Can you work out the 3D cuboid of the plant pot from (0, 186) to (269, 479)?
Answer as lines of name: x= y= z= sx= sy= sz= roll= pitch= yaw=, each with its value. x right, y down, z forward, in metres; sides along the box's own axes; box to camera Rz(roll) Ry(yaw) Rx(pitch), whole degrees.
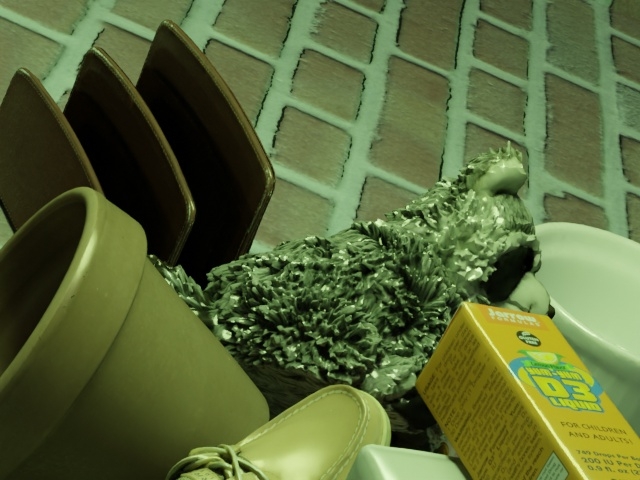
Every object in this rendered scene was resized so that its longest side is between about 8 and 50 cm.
plant pot: x=-0.173 y=0.128 z=1.550 sx=0.229 sy=0.263 sz=0.263 roll=38 pitch=22 yaw=-20

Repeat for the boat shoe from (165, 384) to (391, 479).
boat shoe: x=-0.068 y=0.204 z=1.443 sx=0.302 sy=0.098 sz=0.109 roll=-42 pitch=44 yaw=-20

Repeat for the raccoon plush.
raccoon plush: x=0.000 y=0.000 z=1.744 sx=0.446 sy=0.216 sz=0.299 roll=31 pitch=64 yaw=-18

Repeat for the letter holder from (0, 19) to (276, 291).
letter holder: x=-0.188 y=-0.074 z=1.893 sx=0.152 sy=0.214 sz=0.302 roll=7 pitch=32 yaw=-33

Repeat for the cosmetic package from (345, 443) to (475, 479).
cosmetic package: x=0.158 y=0.391 z=1.222 sx=0.327 sy=0.329 sz=0.393 roll=11 pitch=29 yaw=-24

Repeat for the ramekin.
ramekin: x=0.307 y=0.113 z=2.081 sx=0.277 sy=0.135 sz=0.277 roll=21 pitch=26 yaw=-11

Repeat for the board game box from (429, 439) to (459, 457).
board game box: x=0.274 y=0.308 z=1.772 sx=0.318 sy=0.066 sz=0.318 roll=14 pitch=29 yaw=-22

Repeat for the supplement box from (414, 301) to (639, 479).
supplement box: x=0.146 y=0.135 z=1.228 sx=0.078 sy=0.080 sz=0.233 roll=10 pitch=26 yaw=-30
